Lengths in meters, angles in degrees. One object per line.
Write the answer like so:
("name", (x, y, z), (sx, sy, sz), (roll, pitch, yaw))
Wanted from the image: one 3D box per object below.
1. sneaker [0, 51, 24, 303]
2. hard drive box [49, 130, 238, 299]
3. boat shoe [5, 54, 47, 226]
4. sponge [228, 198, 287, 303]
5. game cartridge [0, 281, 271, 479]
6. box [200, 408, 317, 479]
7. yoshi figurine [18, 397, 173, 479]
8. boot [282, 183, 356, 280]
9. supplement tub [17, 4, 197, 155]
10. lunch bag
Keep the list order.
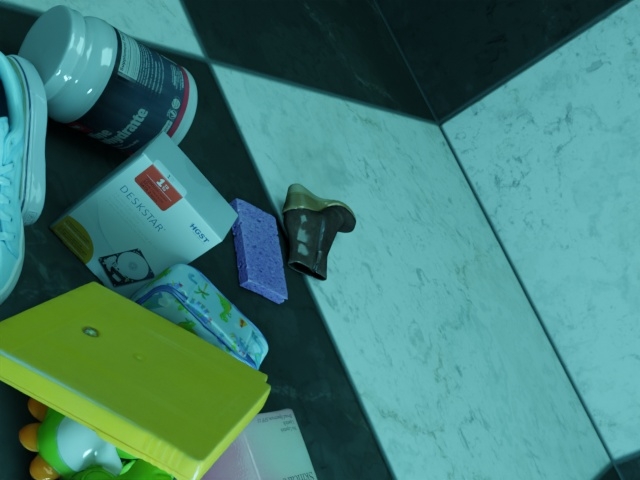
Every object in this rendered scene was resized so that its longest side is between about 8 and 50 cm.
("sneaker", (-0.464, -0.095, 1.125), (0.135, 0.150, 0.365), (-3, 70, -20))
("hard drive box", (-0.279, -0.032, 1.333), (0.181, 0.232, 0.089), (49, 29, -15))
("boat shoe", (-0.481, -0.165, 1.283), (0.094, 0.109, 0.302), (17, 50, -48))
("sponge", (-0.128, 0.021, 1.737), (0.117, 0.031, 0.210), (28, 41, -43))
("game cartridge", (-0.246, 0.175, 1.118), (0.324, 0.052, 0.285), (28, 16, 9))
("box", (-0.091, 0.397, 1.314), (0.149, 0.127, 0.232), (7, 55, -56))
("yoshi figurine", (-0.250, 0.321, 1.094), (0.203, 0.204, 0.362), (39, 27, -61))
("boot", (0.000, 0.000, 1.939), (0.248, 0.090, 0.206), (26, 53, -47))
("supplement tub", (-0.370, -0.270, 1.473), (0.272, 0.191, 0.191), (25, 42, -45))
("lunch bag", (-0.206, 0.156, 1.326), (0.219, 0.176, 0.090), (47, 35, -16))
